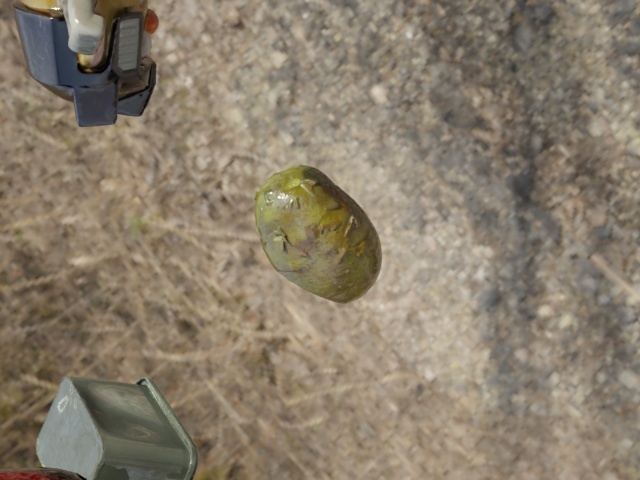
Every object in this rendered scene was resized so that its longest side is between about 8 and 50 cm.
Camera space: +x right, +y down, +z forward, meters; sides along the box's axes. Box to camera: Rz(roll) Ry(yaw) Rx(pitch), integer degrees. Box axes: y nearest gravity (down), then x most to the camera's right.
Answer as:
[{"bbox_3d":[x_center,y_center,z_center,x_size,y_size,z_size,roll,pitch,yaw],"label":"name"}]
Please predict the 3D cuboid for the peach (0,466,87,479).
[{"bbox_3d":[-0.356,0.441,1.203,0.353,0.417,0.339,-6,150,36],"label":"peach"}]

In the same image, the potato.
[{"bbox_3d":[0.000,0.000,1.886,0.176,0.141,0.298,-18,129,25],"label":"potato"}]

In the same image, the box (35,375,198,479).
[{"bbox_3d":[-0.280,0.286,1.538,0.243,0.135,0.163,43,111,53],"label":"box"}]

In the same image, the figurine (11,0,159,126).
[{"bbox_3d":[-0.235,-0.261,1.142,0.143,0.309,0.309,8,137,7],"label":"figurine"}]
